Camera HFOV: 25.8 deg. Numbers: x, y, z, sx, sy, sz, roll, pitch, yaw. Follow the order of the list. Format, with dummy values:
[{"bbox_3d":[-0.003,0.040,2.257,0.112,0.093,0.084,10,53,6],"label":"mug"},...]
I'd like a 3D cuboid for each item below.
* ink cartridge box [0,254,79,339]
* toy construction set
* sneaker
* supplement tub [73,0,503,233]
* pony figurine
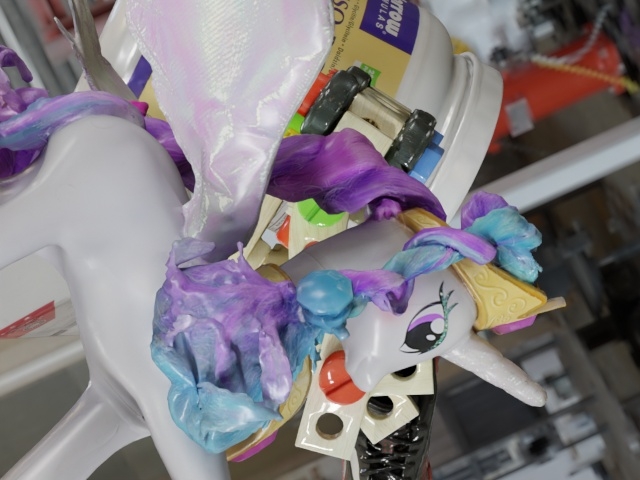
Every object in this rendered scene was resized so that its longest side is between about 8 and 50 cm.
[{"bbox_3d":[-0.155,0.020,0.921,0.056,0.099,0.135,65,-165,10],"label":"ink cartridge box"},{"bbox_3d":[0.000,0.000,0.924,0.151,0.215,0.327,30,-169,-14],"label":"toy construction set"},{"bbox_3d":[0.069,0.202,1.434,0.135,0.098,0.276,-23,-62,-81],"label":"sneaker"},{"bbox_3d":[-0.031,-0.134,1.241,0.331,0.241,0.241,25,-172,-11],"label":"supplement tub"},{"bbox_3d":[-0.092,-0.011,0.648,0.351,0.363,0.303,61,157,5],"label":"pony figurine"}]
